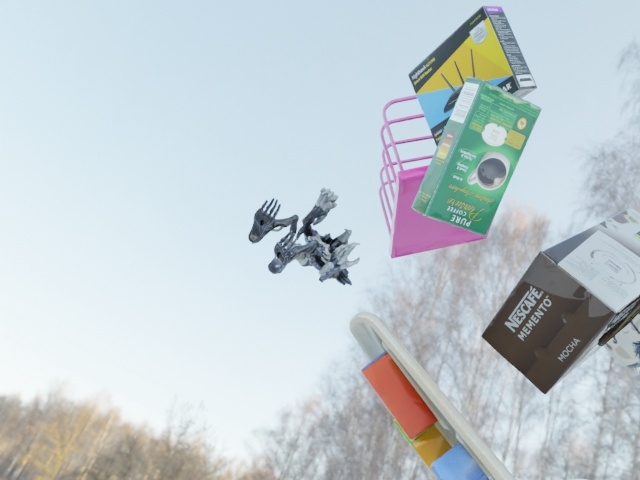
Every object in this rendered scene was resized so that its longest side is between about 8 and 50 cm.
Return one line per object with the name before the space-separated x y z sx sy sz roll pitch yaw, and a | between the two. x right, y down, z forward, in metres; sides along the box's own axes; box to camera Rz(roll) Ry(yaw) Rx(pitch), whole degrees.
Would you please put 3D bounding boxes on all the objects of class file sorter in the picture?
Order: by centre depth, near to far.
file sorter | 0.217 -0.127 1.205 0.202 0.182 0.291 -11 -28 -3

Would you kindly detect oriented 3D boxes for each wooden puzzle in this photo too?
wooden puzzle | 0.173 0.286 0.828 0.348 0.080 0.322 43 -12 44

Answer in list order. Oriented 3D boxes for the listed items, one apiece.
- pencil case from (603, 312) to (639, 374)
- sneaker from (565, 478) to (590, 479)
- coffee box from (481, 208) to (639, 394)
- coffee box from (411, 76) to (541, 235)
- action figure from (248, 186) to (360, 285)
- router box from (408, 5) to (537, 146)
pencil case | 0.689 0.103 1.082 0.410 0.160 0.183 -27 -66 42
sneaker | 0.188 0.312 0.441 0.105 0.281 0.115 39 -32 -27
coffee box | 0.386 0.076 0.910 0.119 0.297 0.168 45 -50 26
coffee box | 0.202 -0.106 0.827 0.113 0.184 0.040 14 13 -30
action figure | 0.000 0.000 1.163 0.141 0.164 0.275 -41 -23 22
router box | 0.219 -0.237 0.941 0.046 0.133 0.179 -13 -13 -33
